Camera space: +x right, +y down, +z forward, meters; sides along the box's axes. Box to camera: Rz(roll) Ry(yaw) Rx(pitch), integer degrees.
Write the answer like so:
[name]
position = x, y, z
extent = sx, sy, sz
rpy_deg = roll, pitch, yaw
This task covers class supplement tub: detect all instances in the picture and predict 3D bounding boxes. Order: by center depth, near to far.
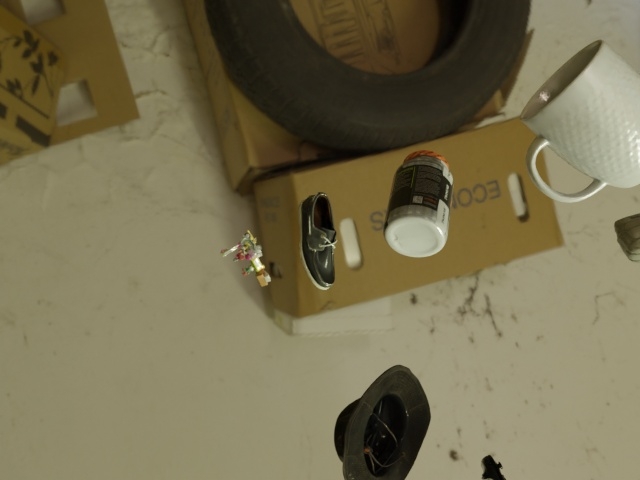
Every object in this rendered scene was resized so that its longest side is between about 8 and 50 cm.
[supplement tub]
position = 0.309, -0.121, 2.072
extent = 0.194, 0.315, 0.193
rpy_deg = 10, 141, 8

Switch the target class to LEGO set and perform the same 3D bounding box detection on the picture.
[LEGO set]
position = -0.245, 0.064, 2.136
extent = 0.107, 0.132, 0.287
rpy_deg = -32, 157, -13

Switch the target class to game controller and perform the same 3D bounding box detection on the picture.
[game controller]
position = 0.515, 0.703, 1.918
extent = 0.067, 0.166, 0.319
rpy_deg = -35, 156, -1

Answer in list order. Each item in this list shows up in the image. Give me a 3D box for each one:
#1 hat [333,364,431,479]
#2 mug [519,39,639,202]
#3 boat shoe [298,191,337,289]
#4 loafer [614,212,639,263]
[hat]
position = 0.122, 0.456, 1.614
extent = 0.134, 0.331, 0.331
rpy_deg = 3, -170, 44
[mug]
position = 0.704, -0.270, 1.745
extent = 0.374, 0.328, 0.276
rpy_deg = -48, -175, 7
[boat shoe]
position = 0.000, 0.000, 1.594
extent = 0.084, 0.232, 0.079
rpy_deg = 6, 161, -40
[loafer]
position = 0.783, -0.049, 1.397
extent = 0.320, 0.111, 0.112
rpy_deg = -15, 142, 7
